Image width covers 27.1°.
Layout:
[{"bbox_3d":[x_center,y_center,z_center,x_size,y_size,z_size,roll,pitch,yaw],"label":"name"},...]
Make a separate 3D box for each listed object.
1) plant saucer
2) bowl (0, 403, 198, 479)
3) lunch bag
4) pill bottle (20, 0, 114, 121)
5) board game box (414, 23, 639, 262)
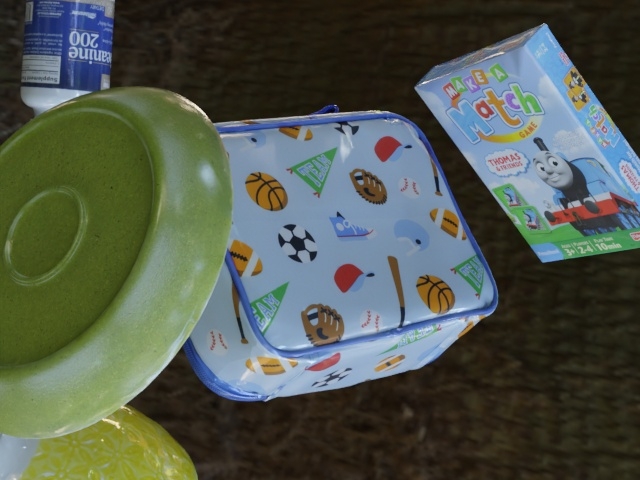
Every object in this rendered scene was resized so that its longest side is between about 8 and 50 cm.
[{"bbox_3d":[-0.162,0.002,0.829,0.037,0.241,0.241,37,70,-48],"label":"plant saucer"},{"bbox_3d":[-0.264,0.220,1.122,0.289,0.289,0.156,-52,126,-29],"label":"bowl"},{"bbox_3d":[0.000,0.000,1.137,0.303,0.115,0.243,-8,64,-42],"label":"lunch bag"},{"bbox_3d":[-0.193,-0.134,1.013,0.067,0.067,0.120,0,96,-51],"label":"pill bottle"},{"bbox_3d":[0.196,-0.078,1.166,0.039,0.160,0.211,-45,106,-27],"label":"board game box"}]
